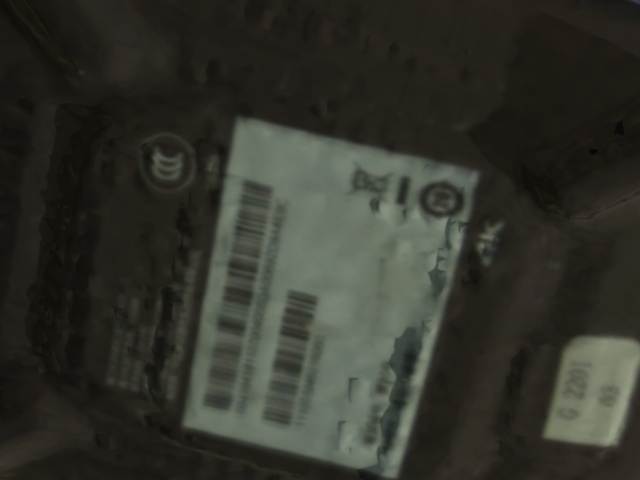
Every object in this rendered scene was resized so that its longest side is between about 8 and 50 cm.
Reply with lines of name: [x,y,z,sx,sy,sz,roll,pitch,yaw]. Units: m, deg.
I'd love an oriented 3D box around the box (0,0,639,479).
box: [0.000,0.000,0.802,0.350,0.359,0.091,15,38,2]
